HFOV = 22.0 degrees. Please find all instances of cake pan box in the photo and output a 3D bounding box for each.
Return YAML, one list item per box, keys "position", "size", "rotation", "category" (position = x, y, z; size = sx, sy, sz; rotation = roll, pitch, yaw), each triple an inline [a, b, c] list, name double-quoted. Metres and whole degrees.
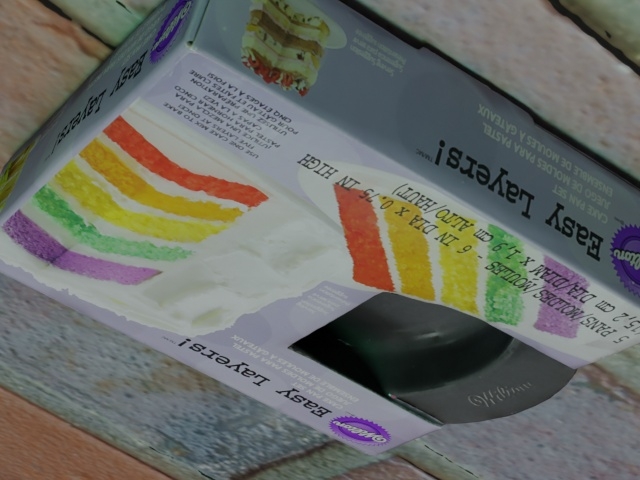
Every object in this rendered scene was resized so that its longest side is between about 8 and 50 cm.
- position: [0.000, 0.000, 0.777]
  size: [0.267, 0.070, 0.246]
  rotation: [30, 148, -22]
  category: "cake pan box"
